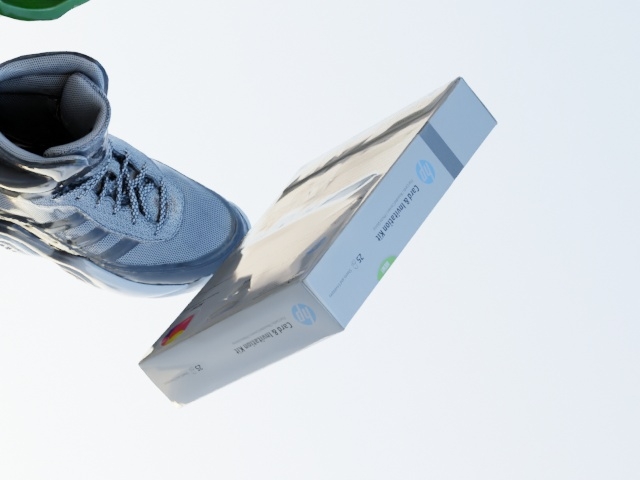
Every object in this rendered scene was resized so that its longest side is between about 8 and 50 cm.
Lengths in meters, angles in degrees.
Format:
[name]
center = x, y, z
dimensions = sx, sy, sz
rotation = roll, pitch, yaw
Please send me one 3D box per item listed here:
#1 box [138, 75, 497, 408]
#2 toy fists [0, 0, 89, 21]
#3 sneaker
[box]
center = 0.000, 0.000, 1.062
dimensions = 0.145, 0.038, 0.186
rotation = -28, -164, 45
[toy fists]
center = -0.272, -0.177, 1.338
dimensions = 0.142, 0.279, 0.096
rotation = 46, -22, 38
[sneaker]
center = -0.149, -0.043, 1.334
dimensions = 0.153, 0.268, 0.101
rotation = -35, -137, 56
